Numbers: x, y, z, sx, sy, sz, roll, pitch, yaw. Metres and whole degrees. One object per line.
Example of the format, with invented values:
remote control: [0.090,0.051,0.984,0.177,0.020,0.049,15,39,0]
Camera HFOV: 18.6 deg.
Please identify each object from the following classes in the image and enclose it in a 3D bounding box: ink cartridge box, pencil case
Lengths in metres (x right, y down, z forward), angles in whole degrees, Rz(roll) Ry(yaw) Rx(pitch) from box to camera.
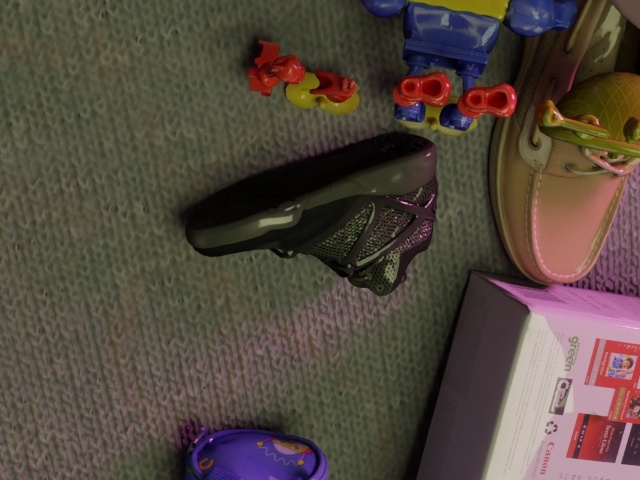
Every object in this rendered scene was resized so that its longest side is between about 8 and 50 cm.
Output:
ink cartridge box: [0.241,0.208,1.801,0.271,0.130,0.309,10,101,-23]
pencil case: [-0.069,0.315,1.741,0.133,0.119,0.306,-19,123,-44]

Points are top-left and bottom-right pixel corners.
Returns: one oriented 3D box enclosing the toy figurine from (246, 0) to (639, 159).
toy figurine: [0.137,-0.195,1.538,0.362,0.191,0.217,10,87,3]

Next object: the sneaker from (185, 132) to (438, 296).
sneaker: [0.000,0.000,1.643,0.227,0.087,0.130,-18,114,-24]

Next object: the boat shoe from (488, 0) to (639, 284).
boat shoe: [0.227,-0.105,1.690,0.121,0.110,0.341,-9,117,-23]

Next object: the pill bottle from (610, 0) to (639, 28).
pill bottle: [0.419,-0.282,1.562,0.392,0.224,0.224,-10,118,-34]
